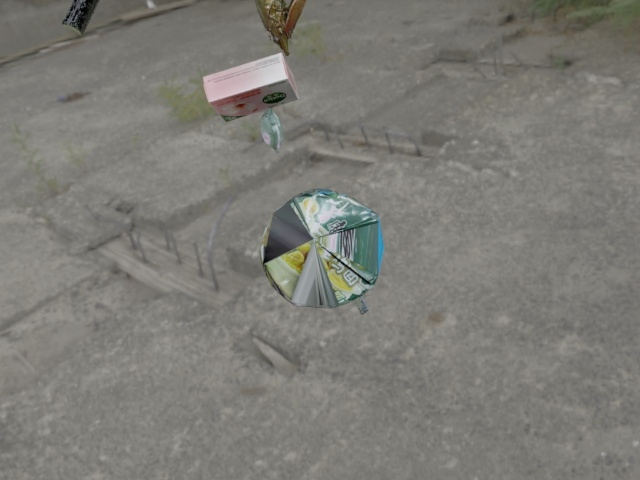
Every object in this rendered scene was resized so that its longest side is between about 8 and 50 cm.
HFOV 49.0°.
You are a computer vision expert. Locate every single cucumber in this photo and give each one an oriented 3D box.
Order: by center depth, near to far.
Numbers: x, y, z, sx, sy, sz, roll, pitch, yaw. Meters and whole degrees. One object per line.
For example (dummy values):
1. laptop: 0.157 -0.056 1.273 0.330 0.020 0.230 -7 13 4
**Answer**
1. cucumber: -0.537 -0.582 1.642 0.052 0.215 0.058 23 -10 -5

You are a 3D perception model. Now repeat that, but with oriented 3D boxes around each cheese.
1. cheese: -0.087 -0.210 1.226 0.026 0.121 0.067 -17 23 -24

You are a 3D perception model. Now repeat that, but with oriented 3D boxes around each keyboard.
1. keyboard: 0.072 0.104 1.769 0.014 0.176 0.055 -26 -9 -19

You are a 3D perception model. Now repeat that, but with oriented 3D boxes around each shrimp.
1. shrimp: -0.090 -0.557 1.607 0.145 0.267 0.061 0 24 13

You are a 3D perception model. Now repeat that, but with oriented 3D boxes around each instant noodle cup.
1. instant noodle cup: 0.000 0.000 1.375 0.240 0.240 0.178 -11 14 1

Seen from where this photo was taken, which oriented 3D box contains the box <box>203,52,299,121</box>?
1. box: -0.102 -0.227 1.050 0.125 0.043 0.089 -16 -12 8
